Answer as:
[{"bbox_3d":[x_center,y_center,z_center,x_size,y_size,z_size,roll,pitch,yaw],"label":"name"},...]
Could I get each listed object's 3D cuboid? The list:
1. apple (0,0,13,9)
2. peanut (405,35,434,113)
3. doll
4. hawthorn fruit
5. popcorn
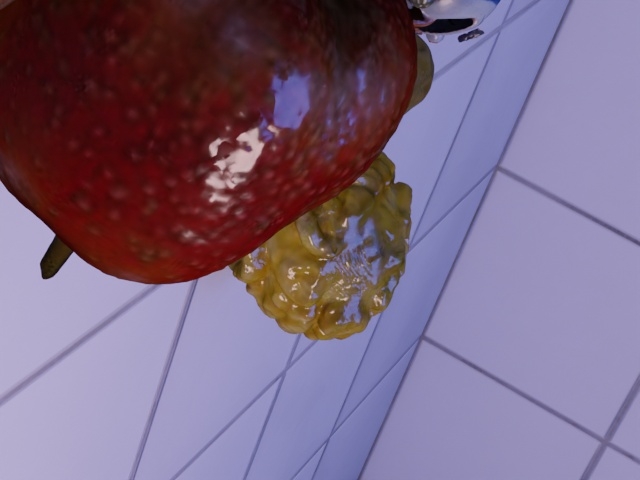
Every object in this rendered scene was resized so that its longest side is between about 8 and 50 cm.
[{"bbox_3d":[-0.201,-0.191,0.788,0.126,0.102,0.126,-50,166,-18],"label":"apple"},{"bbox_3d":[0.043,-0.175,1.578,0.319,0.147,0.147,-30,147,-58],"label":"peanut"},{"bbox_3d":[0.125,-0.305,1.538,0.257,0.215,0.161,-4,91,-71],"label":"doll"},{"bbox_3d":[-0.106,-0.099,0.980,0.369,0.285,0.285,-54,170,24],"label":"hawthorn fruit"},{"bbox_3d":[0.000,0.000,1.660,0.250,0.190,0.250,-4,96,-40],"label":"popcorn"}]
